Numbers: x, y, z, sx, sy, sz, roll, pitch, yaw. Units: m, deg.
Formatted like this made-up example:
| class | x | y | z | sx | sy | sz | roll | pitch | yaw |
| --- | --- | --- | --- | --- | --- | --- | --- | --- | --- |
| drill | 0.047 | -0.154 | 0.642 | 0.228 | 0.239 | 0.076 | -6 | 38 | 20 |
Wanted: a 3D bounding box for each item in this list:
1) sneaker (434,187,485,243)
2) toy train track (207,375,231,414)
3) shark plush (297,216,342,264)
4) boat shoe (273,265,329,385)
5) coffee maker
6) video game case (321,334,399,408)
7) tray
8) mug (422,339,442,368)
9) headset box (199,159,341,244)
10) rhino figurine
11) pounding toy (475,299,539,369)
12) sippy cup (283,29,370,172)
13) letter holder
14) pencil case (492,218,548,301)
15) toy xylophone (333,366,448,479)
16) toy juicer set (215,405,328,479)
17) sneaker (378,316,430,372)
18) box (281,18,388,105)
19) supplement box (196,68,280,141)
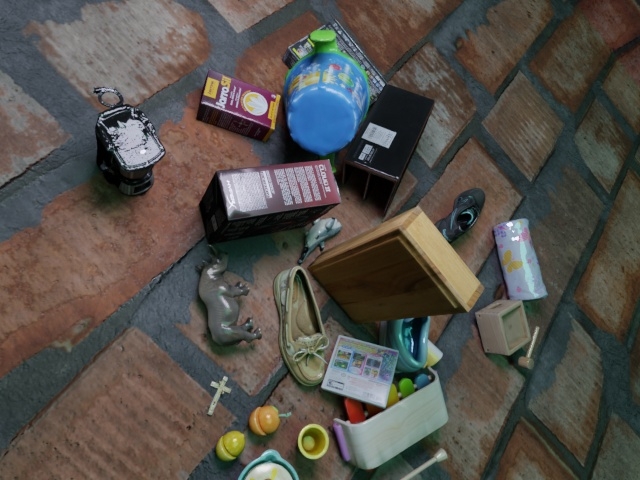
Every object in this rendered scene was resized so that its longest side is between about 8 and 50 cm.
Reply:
| class | x | y | z | sx | sy | sz | roll | pitch | yaw |
| --- | --- | --- | --- | --- | --- | --- | --- | --- | --- |
| sneaker | 0.460 | -0.080 | 1.311 | 0.101 | 0.106 | 0.267 | 48 | 61 | -6 |
| toy train track | -0.225 | 0.340 | 0.922 | 0.048 | 0.014 | 0.083 | 29 | 67 | -16 |
| shark plush | 0.000 | 0.000 | 1.099 | 0.067 | 0.073 | 0.161 | 56 | 51 | -37 |
| boat shoe | -0.045 | 0.205 | 1.000 | 0.104 | 0.089 | 0.286 | -13 | 83 | -28 |
| coffee maker | -0.406 | -0.198 | 0.882 | 0.120 | 0.178 | 0.172 | -8 | 83 | -29 |
| video game case | 0.098 | 0.314 | 1.018 | 0.157 | 0.019 | 0.143 | 11 | 53 | 17 |
| tray | 0.134 | 0.082 | 0.936 | 0.203 | 0.411 | 0.076 | 49 | 61 | -7 |
| mug | 0.290 | 0.306 | 1.150 | 0.064 | 0.062 | 0.078 | 52 | 17 | 4 |
| headset box | -0.109 | -0.088 | 0.974 | 0.293 | 0.218 | 0.110 | -11 | 82 | -27 |
| rhino figurine | -0.219 | 0.122 | 0.950 | 0.106 | 0.073 | 0.244 | -14 | 82 | -31 |
| pounding toy | 0.579 | 0.290 | 1.284 | 0.180 | 0.094 | 0.206 | -17 | 94 | -33 |
| sippy cup | 0.010 | -0.328 | 1.039 | 0.305 | 0.240 | 0.224 | 49 | 24 | -25 |
| letter holder | 0.185 | -0.249 | 1.202 | 0.151 | 0.214 | 0.302 | 23 | 64 | 10 |
| pencil case | 0.644 | 0.066 | 1.356 | 0.124 | 0.113 | 0.274 | -4 | 78 | -37 |
| toy xylophone | 0.193 | 0.462 | 1.033 | 0.322 | 0.081 | 0.237 | -11 | 96 | -23 |
| toy juicer set | -0.139 | 0.494 | 0.853 | 0.209 | 0.089 | 0.329 | 32 | 58 | 2 |
| sneaker | 0.234 | 0.161 | 1.111 | 0.135 | 0.150 | 0.367 | 2 | 77 | -27 |
| box | 0.052 | -0.494 | 1.248 | 0.270 | 0.060 | 0.216 | 48 | 63 | -7 |
| supplement box | -0.208 | -0.340 | 1.070 | 0.188 | 0.080 | 0.104 | 14 | 71 | -22 |
